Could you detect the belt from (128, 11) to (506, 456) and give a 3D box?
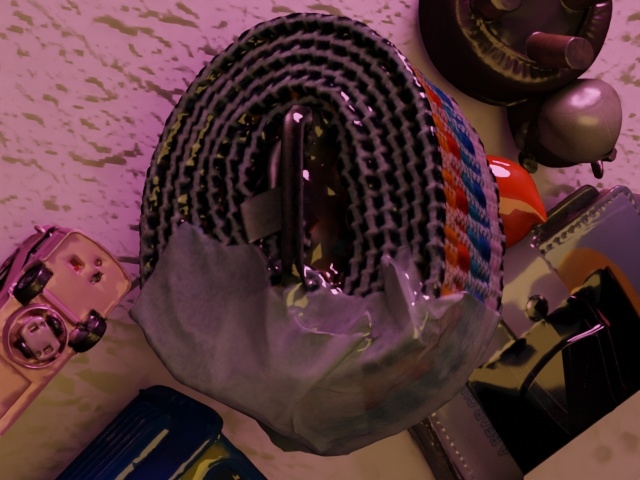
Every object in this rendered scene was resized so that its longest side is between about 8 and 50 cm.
[{"bbox_3d":[0.000,0.000,1.031,0.150,0.207,0.257,28,59,-59],"label":"belt"}]

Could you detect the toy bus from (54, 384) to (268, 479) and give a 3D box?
[{"bbox_3d":[-0.136,0.247,1.044,0.287,0.138,0.175,-46,111,-14],"label":"toy bus"}]

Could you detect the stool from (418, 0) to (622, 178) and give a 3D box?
[{"bbox_3d":[0.150,-0.134,1.153,0.125,0.121,0.217,-29,101,-21],"label":"stool"}]

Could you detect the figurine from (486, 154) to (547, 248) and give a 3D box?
[{"bbox_3d":[0.098,-0.019,1.125,0.075,0.140,0.068,18,83,-24],"label":"figurine"}]

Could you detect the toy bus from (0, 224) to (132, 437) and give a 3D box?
[{"bbox_3d":[-0.204,0.078,1.025,0.063,0.090,0.203,46,77,-21],"label":"toy bus"}]

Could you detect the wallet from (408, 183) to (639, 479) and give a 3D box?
[{"bbox_3d":[0.159,0.075,1.202,0.231,0.069,0.170,-34,112,-17],"label":"wallet"}]
